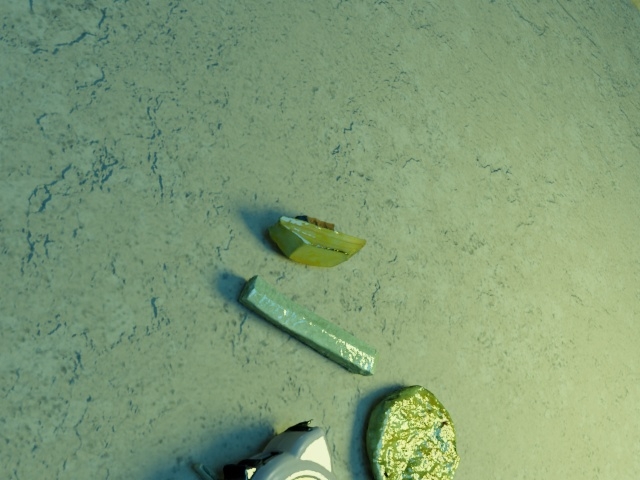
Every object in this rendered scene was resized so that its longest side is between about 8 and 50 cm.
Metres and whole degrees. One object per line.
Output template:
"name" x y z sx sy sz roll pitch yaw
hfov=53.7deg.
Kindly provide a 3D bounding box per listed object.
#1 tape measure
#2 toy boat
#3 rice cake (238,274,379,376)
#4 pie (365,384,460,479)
"tape measure" -0.053 0.342 0.775 0.178 0.105 0.196 -6 82 -46
"toy boat" 0.000 0.000 0.942 0.172 0.065 0.066 16 48 -36
"rice cake" -0.010 0.127 0.906 0.245 0.042 0.045 34 61 -25
"pie" 0.141 0.315 0.966 0.186 0.041 0.187 12 69 -34
